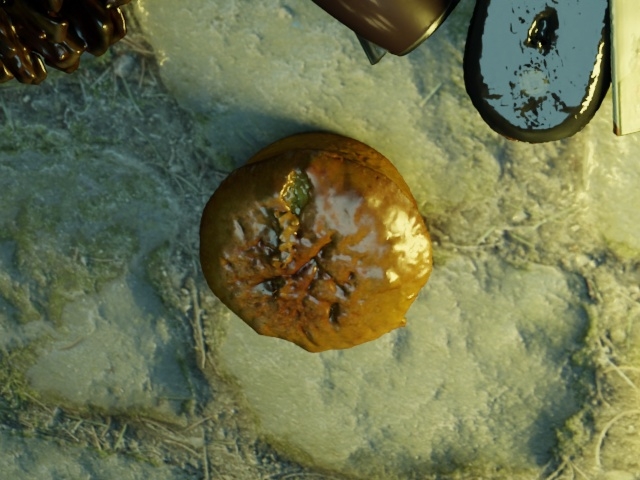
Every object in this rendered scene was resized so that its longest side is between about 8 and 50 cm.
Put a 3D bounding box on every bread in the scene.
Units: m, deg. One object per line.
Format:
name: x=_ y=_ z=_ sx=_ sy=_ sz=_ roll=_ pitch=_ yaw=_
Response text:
bread: x=-0.004 y=-0.004 z=1.820 sx=0.312 sy=0.172 sz=0.312 roll=5 pitch=121 yaw=8

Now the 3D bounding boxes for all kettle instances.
kettle: x=0.064 y=-0.343 z=1.635 sx=0.232 sy=0.144 sz=0.202 roll=40 pitch=92 yaw=-16

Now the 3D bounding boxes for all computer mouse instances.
computer mouse: x=0.268 y=-0.272 z=1.610 sx=0.183 sy=0.116 sz=0.323 roll=12 pitch=114 yaw=6

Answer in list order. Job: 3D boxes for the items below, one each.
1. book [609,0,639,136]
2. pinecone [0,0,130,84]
book: x=0.432 y=-0.286 z=1.549 sx=0.228 sy=0.018 sz=0.322 roll=-14 pitch=119 yaw=-9
pinecone: x=-0.397 y=-0.352 z=1.617 sx=0.398 sy=0.398 sz=0.397 roll=7 pitch=121 yaw=12
